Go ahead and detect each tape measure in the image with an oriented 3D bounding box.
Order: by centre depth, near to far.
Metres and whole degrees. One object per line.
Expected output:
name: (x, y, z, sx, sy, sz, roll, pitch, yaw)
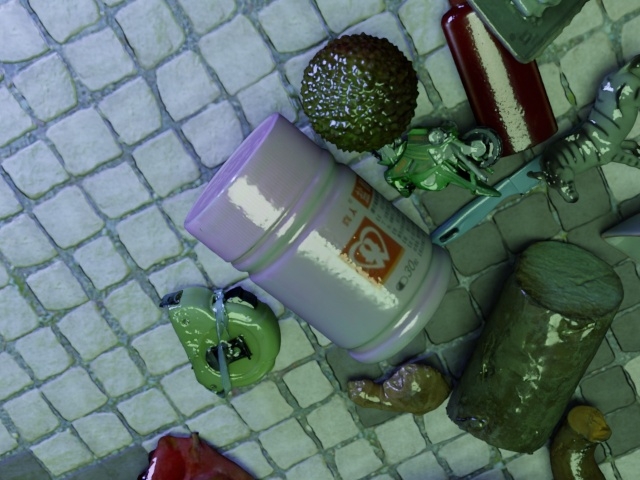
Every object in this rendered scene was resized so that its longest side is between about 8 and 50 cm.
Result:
tape measure: (-0.136, 0.148, 1.179, 0.154, 0.087, 0.178, -16, 113, 4)

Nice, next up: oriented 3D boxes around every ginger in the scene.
ginger: (0.124, 0.228, 1.226, 0.165, 0.067, 0.096, 0, 133, -1)

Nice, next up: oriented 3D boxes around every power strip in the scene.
power strip: (0.256, -0.351, 0.960, 0.213, 0.064, 0.198, 43, 77, -15)

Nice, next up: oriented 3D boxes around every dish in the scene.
dish: (0.537, 0.022, 1.125, 0.234, 0.154, 0.064, 30, 83, -12)

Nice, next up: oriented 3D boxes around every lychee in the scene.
lychee: (0.052, -0.183, 1.009, 0.171, 0.171, 0.171, 0, 112, -1)

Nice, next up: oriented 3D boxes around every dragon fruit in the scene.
dragon fruit: (-0.161, 0.505, 1.248, 0.329, 0.228, 0.286, 20, 108, -7)

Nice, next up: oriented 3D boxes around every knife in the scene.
knife: (0.286, -0.083, 1.134, 0.313, 0.019, 0.044, -38, 115, 12)

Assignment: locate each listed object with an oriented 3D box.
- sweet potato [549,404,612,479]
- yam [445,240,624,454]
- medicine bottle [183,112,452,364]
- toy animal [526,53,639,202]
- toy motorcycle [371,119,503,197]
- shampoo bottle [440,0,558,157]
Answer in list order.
sweet potato: (0.445, 0.395, 1.291, 0.112, 0.085, 0.286, -25, 111, 4)
yam: (0.310, 0.162, 1.158, 0.167, 0.168, 0.304, 17, 112, -8)
medicine bottle: (0.000, 0.000, 1.061, 0.315, 0.202, 0.202, 39, 106, -16)
toy animal: (0.387, -0.155, 1.061, 0.175, 0.073, 0.217, 8, 111, -23)
toy motorcycle: (0.153, -0.108, 1.078, 0.190, 0.074, 0.106, 5, 108, 22)
shampoo bottle: (0.228, -0.245, 1.042, 0.102, 0.064, 0.260, -23, 110, 6)
